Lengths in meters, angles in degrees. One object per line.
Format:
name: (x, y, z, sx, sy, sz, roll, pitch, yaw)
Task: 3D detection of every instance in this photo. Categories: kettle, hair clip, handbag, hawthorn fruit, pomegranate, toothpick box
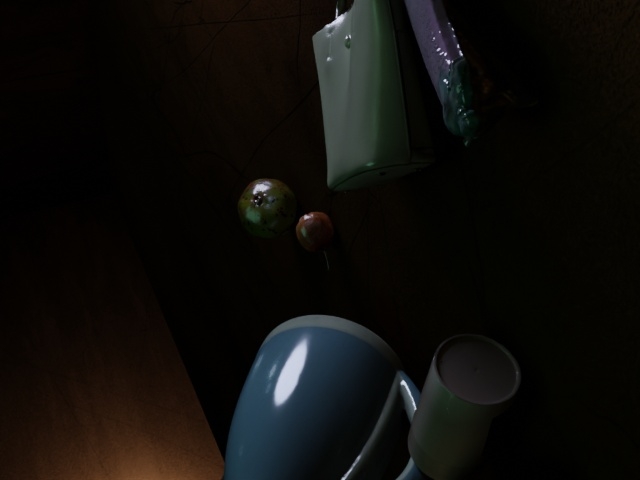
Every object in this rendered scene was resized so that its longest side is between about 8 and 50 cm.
kettle: (0.012, 0.298, 1.140, 0.342, 0.320, 0.247, -65, -39, -55)
hair clip: (0.123, -0.259, 0.861, 0.096, 0.110, 0.358, -32, 65, 26)
handbag: (0.045, -0.226, 1.030, 0.241, 0.109, 0.315, 163, 95, -70)
hawthorn fruit: (0.000, 0.000, 1.365, 0.103, 0.067, 0.067, 60, 158, 3)
pomegranate: (-0.093, -0.055, 1.506, 0.114, 0.115, 0.142, 65, -174, 23)
toothpick box: (0.177, 0.214, 1.003, 0.111, 0.111, 0.180, 56, 152, 38)
